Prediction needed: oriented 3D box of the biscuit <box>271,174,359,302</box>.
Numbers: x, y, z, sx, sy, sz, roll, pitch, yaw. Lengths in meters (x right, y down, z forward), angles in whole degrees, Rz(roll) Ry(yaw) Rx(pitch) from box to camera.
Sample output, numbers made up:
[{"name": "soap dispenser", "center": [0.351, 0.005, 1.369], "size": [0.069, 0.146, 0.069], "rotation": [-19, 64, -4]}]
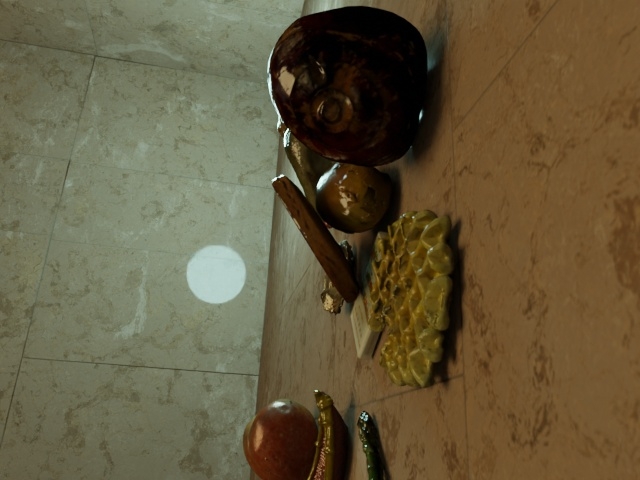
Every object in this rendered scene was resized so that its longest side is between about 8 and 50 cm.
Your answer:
[{"name": "biscuit", "center": [0.002, -0.001, 1.152], "size": [0.262, 0.052, 0.277], "rotation": [58, 180, 20]}]

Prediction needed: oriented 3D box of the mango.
[{"name": "mango", "center": [0.067, -0.081, 1.119], "size": [0.156, 0.151, 0.249], "rotation": [67, 172, -18]}]

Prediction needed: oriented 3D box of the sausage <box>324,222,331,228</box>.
[{"name": "sausage", "center": [0.017, -0.107, 1.673], "size": [0.253, 0.034, 0.034], "rotation": [-98, 18, -53]}]

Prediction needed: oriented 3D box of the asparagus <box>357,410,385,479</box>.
[{"name": "asparagus", "center": [0.085, 0.356, 0.961], "size": [0.165, 0.036, 0.030], "rotation": [-100, 27, -60]}]

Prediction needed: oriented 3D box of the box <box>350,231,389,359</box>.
[{"name": "box", "center": [0.101, 0.107, 1.051], "size": [0.122, 0.032, 0.220], "rotation": [-97, 18, -52]}]

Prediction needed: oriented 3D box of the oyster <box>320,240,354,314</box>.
[{"name": "oyster", "center": [0.046, 0.087, 1.318], "size": [0.105, 0.056, 0.177], "rotation": [148, 128, -63]}]

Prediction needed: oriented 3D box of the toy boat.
[{"name": "toy boat", "center": [0.002, 0.470, 1.192], "size": [0.141, 0.099, 0.317], "rotation": [-130, 50, -72]}]

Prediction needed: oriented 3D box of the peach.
[{"name": "peach", "center": [-0.091, 0.538, 1.468], "size": [0.232, 0.233, 0.232], "rotation": [-173, 90, -80]}]

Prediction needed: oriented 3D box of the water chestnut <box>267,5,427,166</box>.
[{"name": "water chestnut", "center": [0.046, -0.258, 0.961], "size": [0.244, 0.289, 0.289], "rotation": [110, 164, -69]}]

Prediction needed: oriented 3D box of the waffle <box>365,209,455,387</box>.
[{"name": "waffle", "center": [0.132, 0.086, 0.822], "size": [0.250, 0.056, 0.261], "rotation": [175, 104, -75]}]

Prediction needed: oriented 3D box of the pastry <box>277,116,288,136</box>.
[{"name": "pastry", "center": [-0.027, -0.462, 1.789], "size": [0.255, 0.162, 0.310], "rotation": [-80, 9, -77]}]

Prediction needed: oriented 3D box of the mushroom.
[{"name": "mushroom", "center": [-0.005, -0.166, 1.404], "size": [0.292, 0.212, 0.217], "rotation": [-125, 50, -65]}]
